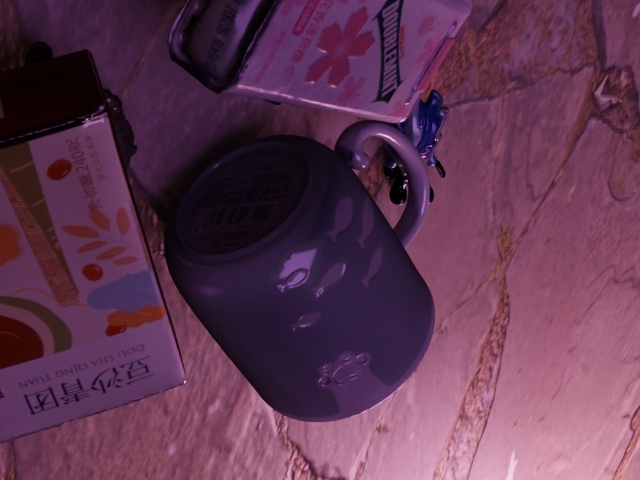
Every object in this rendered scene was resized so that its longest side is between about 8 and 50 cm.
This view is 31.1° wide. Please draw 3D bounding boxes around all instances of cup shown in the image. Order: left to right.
[{"bbox_3d":[0.000,0.000,1.383,0.357,0.259,0.274,-50,134,-17],"label":"cup"}]

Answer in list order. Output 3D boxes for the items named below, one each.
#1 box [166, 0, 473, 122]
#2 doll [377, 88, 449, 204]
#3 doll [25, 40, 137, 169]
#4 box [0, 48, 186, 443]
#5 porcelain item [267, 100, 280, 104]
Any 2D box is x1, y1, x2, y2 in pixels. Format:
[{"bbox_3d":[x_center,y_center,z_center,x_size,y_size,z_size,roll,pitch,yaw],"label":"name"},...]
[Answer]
[{"bbox_3d":[0.010,-0.234,1.222,0.369,0.112,0.190,3,121,-57],"label":"box"},{"bbox_3d":[0.118,-0.135,1.493,0.096,0.070,0.195,-2,127,3],"label":"doll"},{"bbox_3d":[-0.340,-0.094,1.208,0.285,0.091,0.203,-25,118,-16],"label":"doll"},{"bbox_3d":[-0.348,0.034,1.181,0.344,0.122,0.385,-17,132,-8],"label":"box"},{"bbox_3d":[-0.018,-0.259,1.330,0.084,0.054,0.213,21,104,-38],"label":"porcelain item"}]
